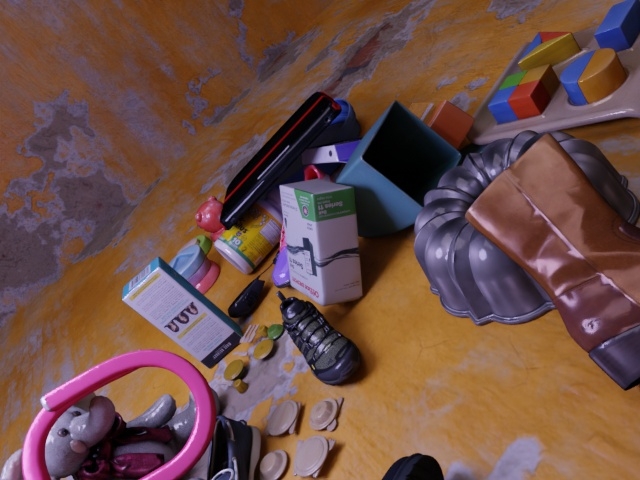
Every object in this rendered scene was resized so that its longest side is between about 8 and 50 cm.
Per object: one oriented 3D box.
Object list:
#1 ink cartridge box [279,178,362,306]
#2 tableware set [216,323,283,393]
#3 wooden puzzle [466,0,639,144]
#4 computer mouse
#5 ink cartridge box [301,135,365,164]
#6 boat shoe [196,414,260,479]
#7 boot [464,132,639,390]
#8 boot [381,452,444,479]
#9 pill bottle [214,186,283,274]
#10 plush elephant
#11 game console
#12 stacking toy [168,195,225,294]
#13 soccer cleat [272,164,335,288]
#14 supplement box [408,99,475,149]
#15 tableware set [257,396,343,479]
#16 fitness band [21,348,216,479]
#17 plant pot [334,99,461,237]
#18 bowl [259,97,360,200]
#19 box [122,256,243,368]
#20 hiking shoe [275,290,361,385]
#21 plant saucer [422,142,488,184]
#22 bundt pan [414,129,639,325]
[{"bbox_3d":[0.000,0.000,1.036,0.087,0.208,0.153,-13,16,-24],"label":"ink cartridge box"},{"bbox_3d":[-0.132,0.227,1.097,0.104,0.024,0.154,-11,39,41],"label":"tableware set"},{"bbox_3d":[0.463,-0.320,1.018,0.348,0.080,0.322,4,49,52],"label":"wooden puzzle"},{"bbox_3d":[-0.126,0.088,1.281,0.242,0.041,0.071,-51,8,-27],"label":"computer mouse"},{"bbox_3d":[0.092,-0.216,1.310,0.207,0.045,0.208,-17,15,-29],"label":"ink cartridge box"},{"bbox_3d":[-0.140,0.365,0.820,0.095,0.079,0.254,-49,22,27],"label":"boat shoe"},{"bbox_3d":[0.345,-0.020,0.630,0.264,0.096,0.280,-45,55,20],"label":"boot"},{"bbox_3d":[0.014,0.348,0.644,0.207,0.094,0.246,-4,51,45],"label":"boot"},{"bbox_3d":[-0.153,-0.028,1.386,0.208,0.117,0.118,-49,28,-13],"label":"pill bottle"},{"bbox_3d":[-0.365,0.356,0.957,0.330,0.255,0.271,-32,29,20],"label":"plush elephant"},{"bbox_3d":[-0.101,-0.208,1.394,0.386,0.060,0.342,-46,19,11],"label":"game console"},{"bbox_3d":[-0.379,0.030,1.589,0.280,0.130,0.308,-18,36,39],"label":"stacking toy"},{"bbox_3d":[-0.046,-0.034,1.255,0.109,0.116,0.318,-15,38,43],"label":"soccer cleat"},{"bbox_3d":[0.232,-0.241,1.165,0.080,0.078,0.233,-60,13,6],"label":"supplement box"},{"bbox_3d":[-0.035,0.303,0.860,0.169,0.020,0.141,-22,31,36],"label":"tableware set"},{"bbox_3d":[-0.300,0.287,0.839,0.291,0.208,0.054,-28,-16,-10],"label":"fitness band"},{"bbox_3d":[0.114,-0.112,1.088,0.234,0.166,0.165,-36,20,56],"label":"plant pot"},{"bbox_3d":[-0.052,-0.253,1.627,0.391,0.077,0.391,-31,29,20],"label":"bowl"},{"bbox_3d":[-0.278,0.151,1.152,0.100,0.244,0.060,-41,27,3],"label":"box"},{"bbox_3d":[-0.018,0.159,0.939,0.086,0.114,0.227,-47,27,-7],"label":"hiking shoe"},{"bbox_3d":[0.284,-0.162,1.116,0.192,0.018,0.067,-32,28,21],"label":"plant saucer"},{"bbox_3d":[0.277,-0.040,0.834,0.331,0.124,0.330,-32,30,21],"label":"bundt pan"}]
